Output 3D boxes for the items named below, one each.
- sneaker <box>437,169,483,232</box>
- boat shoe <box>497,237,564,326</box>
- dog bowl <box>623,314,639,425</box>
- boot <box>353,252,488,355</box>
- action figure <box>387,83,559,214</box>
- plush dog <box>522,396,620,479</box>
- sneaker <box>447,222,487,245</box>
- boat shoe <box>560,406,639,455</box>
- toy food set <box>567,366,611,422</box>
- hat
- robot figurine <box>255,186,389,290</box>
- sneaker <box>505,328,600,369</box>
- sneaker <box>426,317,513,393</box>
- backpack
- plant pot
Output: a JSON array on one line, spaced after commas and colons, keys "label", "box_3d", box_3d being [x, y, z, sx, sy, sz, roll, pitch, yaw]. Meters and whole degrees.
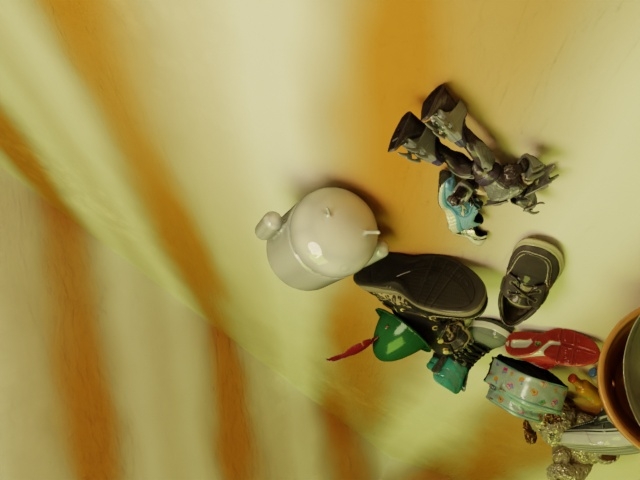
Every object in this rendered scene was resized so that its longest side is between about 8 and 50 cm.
[{"label": "sneaker", "box_3d": [0.263, -0.078, 1.156, 0.073, 0.063, 0.162, -7, 145, 25]}, {"label": "boat shoe", "box_3d": [0.417, 0.095, 1.263, 0.103, 0.092, 0.285, 22, 156, 16]}, {"label": "dog bowl", "box_3d": [0.653, 0.201, 0.951, 0.349, 0.348, 0.102, 19, -169, 22]}, {"label": "boot", "box_3d": [0.282, 0.165, 1.501, 0.378, 0.138, 0.284, 7, 147, 49]}, {"label": "action figure", "box_3d": [0.255, -0.119, 1.014, 0.285, 0.099, 0.185, 32, 145, -18]}, {"label": "plush dog", "box_3d": [0.708, 0.541, 1.782, 0.225, 0.211, 0.262, 39, 130, 13]}, {"label": "sneaker", "box_3d": [0.296, -0.023, 1.250, 0.083, 0.031, 0.037, 24, 143, -1]}, {"label": "boat shoe", "box_3d": [0.746, 0.456, 1.537, 0.121, 0.119, 0.335, 24, 149, -25]}, {"label": "toy food set", "box_3d": [0.691, 0.365, 1.455, 0.105, 0.111, 0.232, 37, -175, -13]}, {"label": "hat", "box_3d": [0.150, 0.290, 1.563, 0.173, 0.183, 0.208, 41, 170, -1]}, {"label": "robot figurine", "box_3d": [0.000, 0.000, 1.408, 0.300, 0.199, 0.353, 12, 162, -20]}, {"label": "sneaker", "box_3d": [0.568, 0.263, 1.484, 0.221, 0.086, 0.128, 4, 163, 45]}, {"label": "sneaker", "box_3d": [0.375, 0.310, 1.635, 0.124, 0.178, 0.295, 32, 156, -6]}, {"label": "backpack", "box_3d": [0.527, 0.382, 1.592, 0.166, 0.144, 0.188, 21, 173, -21]}, {"label": "plant pot", "box_3d": [0.657, 0.265, 1.144, 0.291, 0.290, 0.203, 19, 171, 22]}]
